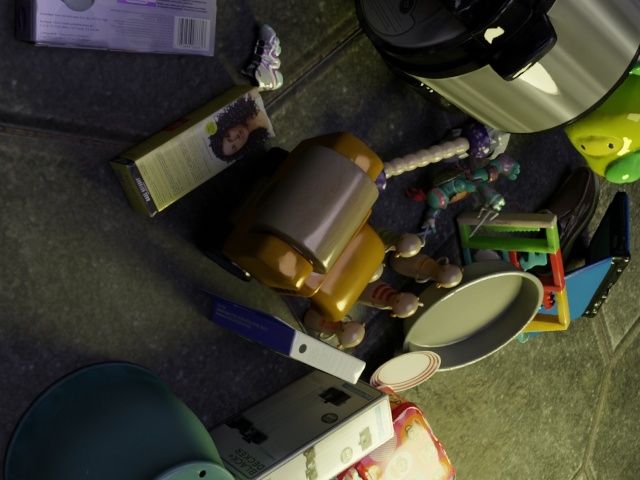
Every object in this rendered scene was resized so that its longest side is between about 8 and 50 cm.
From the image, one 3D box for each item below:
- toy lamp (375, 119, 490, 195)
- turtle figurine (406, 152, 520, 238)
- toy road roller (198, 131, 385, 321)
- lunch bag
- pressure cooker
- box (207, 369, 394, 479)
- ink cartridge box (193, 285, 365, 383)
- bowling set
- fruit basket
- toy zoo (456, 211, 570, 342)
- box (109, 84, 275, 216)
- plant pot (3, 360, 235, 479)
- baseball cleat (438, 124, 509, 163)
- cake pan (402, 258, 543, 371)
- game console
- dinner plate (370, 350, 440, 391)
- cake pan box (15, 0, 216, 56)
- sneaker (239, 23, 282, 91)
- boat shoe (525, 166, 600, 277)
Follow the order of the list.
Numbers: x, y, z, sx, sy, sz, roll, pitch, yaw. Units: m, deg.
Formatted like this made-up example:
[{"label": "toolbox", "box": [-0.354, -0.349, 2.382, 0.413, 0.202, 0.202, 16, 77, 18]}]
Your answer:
[{"label": "toy lamp", "box": [0.158, -0.138, 1.383, 0.274, 0.080, 0.080, -22, 117, -17]}, {"label": "turtle figurine", "box": [0.259, -0.084, 1.476, 0.234, 0.175, 0.118, -31, 103, -39]}, {"label": "toy road roller", "box": [0.000, 0.000, 1.157, 0.240, 0.329, 0.203, 39, 75, -18]}, {"label": "lunch bag", "box": [0.111, 0.449, 1.526, 0.258, 0.120, 0.293, -43, 126, -18]}, {"label": "pressure cooker", "box": [0.258, -0.393, 1.231, 0.420, 0.369, 0.376, 20, 86, -46]}, {"label": "box", "box": [-0.040, 0.324, 1.318, 0.289, 0.169, 0.087, -25, 118, -32]}, {"label": "ink cartridge box", "box": [-0.070, 0.144, 1.216, 0.208, 0.206, 0.045, 34, 76, -40]}, {"label": "bowling set", "box": [0.092, 0.038, 1.356, 0.287, 0.154, 0.200, -35, 123, -29]}, {"label": "fruit basket", "box": [0.509, -0.297, 1.473, 0.282, 0.392, 0.392, 12, 95, -42]}, {"label": "toy zoo", "box": [0.386, 0.078, 1.596, 0.030, 0.192, 0.293, -47, 130, -44]}, {"label": "box", "box": [-0.177, -0.132, 1.143, 0.232, 0.058, 0.087, -38, 124, -26]}, {"label": "plant pot", "box": [-0.246, 0.333, 1.087, 0.271, 0.255, 0.272, -13, 111, -38]}, {"label": "baseball cleat", "box": [0.301, -0.181, 1.529, 0.206, 0.072, 0.110, -37, 130, -23]}, {"label": "cake pan", "box": [0.280, 0.141, 1.529, 0.293, 0.054, 0.293, -16, 141, -14]}, {"label": "game console", "box": [0.548, 0.058, 1.751, 0.293, 0.173, 0.250, 87, 12, -60]}, {"label": "dinner plate", "box": [0.159, 0.244, 1.523, 0.141, 0.017, 0.141, -12, 143, -9]}, {"label": "cake pan box", "box": [-0.243, -0.363, 1.013, 0.266, 0.070, 0.246, -8, 110, -39]}, {"label": "sneaker", "box": [-0.093, -0.265, 1.188, 0.069, 0.038, 0.098, -26, 118, -34]}, {"label": "boat shoe", "box": [0.519, -0.048, 1.740, 0.095, 0.095, 0.258, 25, 86, -36]}]
